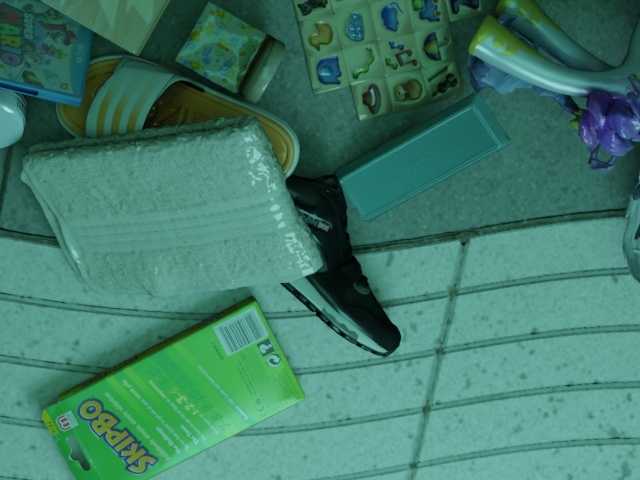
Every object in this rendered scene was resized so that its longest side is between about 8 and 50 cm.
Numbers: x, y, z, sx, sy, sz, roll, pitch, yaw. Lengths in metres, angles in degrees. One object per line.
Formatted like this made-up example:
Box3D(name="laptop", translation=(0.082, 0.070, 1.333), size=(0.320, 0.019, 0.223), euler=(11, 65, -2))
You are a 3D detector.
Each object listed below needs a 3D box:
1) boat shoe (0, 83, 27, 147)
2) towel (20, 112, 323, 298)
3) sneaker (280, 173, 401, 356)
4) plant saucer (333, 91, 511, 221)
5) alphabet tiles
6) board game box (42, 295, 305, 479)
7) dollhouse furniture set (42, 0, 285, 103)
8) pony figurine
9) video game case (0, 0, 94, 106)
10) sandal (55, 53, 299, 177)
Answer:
Box3D(name="boat shoe", translation=(-0.445, -0.161, 1.832), size=(0.301, 0.102, 0.108), euler=(3, 143, -10))
Box3D(name="towel", translation=(-0.154, -0.030, 1.833), size=(0.282, 0.049, 0.187), euler=(-7, 125, 27))
Box3D(name="sneaker", translation=(0.000, 0.000, 1.919), size=(0.283, 0.107, 0.124), euler=(43, 88, -12))
Box3D(name="plant saucer", translation=(0.103, -0.083, 1.912), size=(0.192, 0.018, 0.067), euler=(-29, 105, 28))
Box3D(name="alphabet tiles", translation=(0.071, -0.253, 1.926), size=(0.198, 0.009, 0.237), euler=(-14, 103, -5))
Box3D(name="board game box", translation=(-0.159, 0.173, 1.964), size=(0.259, 0.039, 0.124), euler=(-27, 102, -4))
Box3D(name="dollhouse furniture set", translation=(-0.129, -0.375, 1.745), size=(0.362, 0.256, 0.394), euler=(30, 95, -10))
Box3D(name="pony figurine", translation=(0.339, -0.159, 1.869), size=(0.363, 0.303, 0.351), euler=(30, 87, 3))
Box3D(name="video game case", translation=(-0.314, -0.201, 1.839), size=(0.166, 0.119, 0.015), euler=(13, 141, -12))
Box3D(name="sandal", translation=(-0.151, -0.125, 1.848), size=(0.265, 0.076, 0.102), euler=(16, 95, 14))
